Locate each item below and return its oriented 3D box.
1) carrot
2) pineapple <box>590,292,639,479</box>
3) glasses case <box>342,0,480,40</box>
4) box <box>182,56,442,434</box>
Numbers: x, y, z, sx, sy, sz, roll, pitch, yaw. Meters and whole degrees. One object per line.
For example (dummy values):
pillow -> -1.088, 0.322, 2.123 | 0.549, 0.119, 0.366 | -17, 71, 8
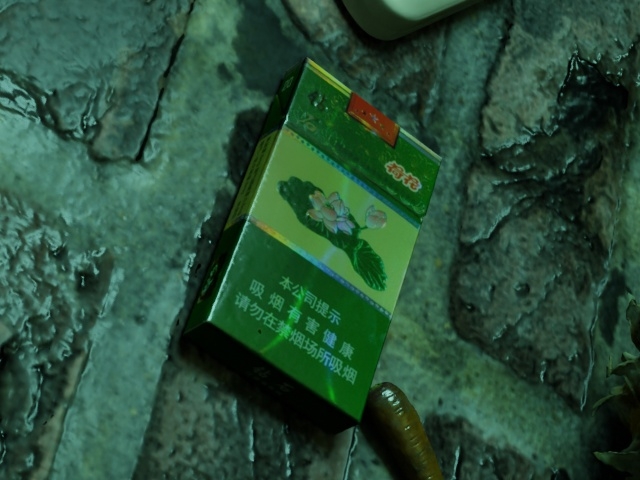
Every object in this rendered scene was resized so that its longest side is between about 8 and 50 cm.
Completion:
carrot -> 0.059, 0.137, 1.215 | 0.032, 0.032, 0.093 | -29, 92, -43
pineapple -> 0.330, 0.149, 1.357 | 0.344, 0.209, 0.286 | 12, 26, -21
glasses case -> 0.090, -0.214, 1.391 | 0.196, 0.050, 0.083 | -27, 85, -43
box -> 0.000, 0.000, 1.228 | 0.132, 0.034, 0.235 | 35, 51, -20
